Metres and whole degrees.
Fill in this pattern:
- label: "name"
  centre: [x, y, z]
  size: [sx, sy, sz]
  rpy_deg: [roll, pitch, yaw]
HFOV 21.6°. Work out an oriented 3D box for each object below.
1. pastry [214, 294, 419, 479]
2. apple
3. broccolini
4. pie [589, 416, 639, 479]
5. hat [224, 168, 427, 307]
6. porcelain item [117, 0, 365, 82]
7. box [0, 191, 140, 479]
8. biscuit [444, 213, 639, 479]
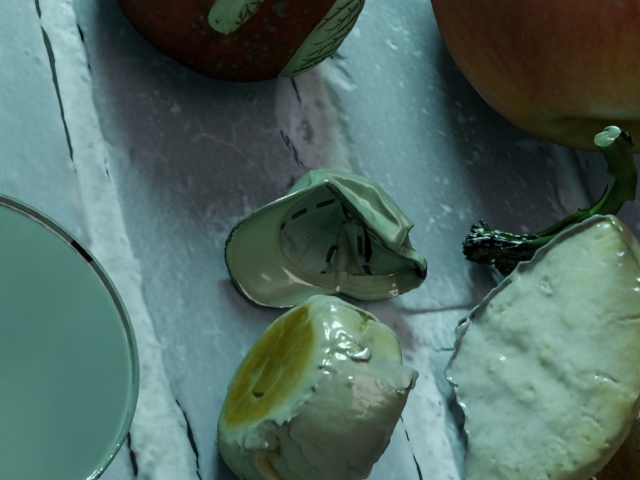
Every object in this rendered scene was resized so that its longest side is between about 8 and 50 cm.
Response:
- label: "pastry"
  centre: [-0.006, 0.118, 1.232]
  size: [0.088, 0.166, 0.165]
  rpy_deg: [34, 49, -21]
- label: "apple"
  centre: [0.272, -0.244, 1.506]
  size: [0.364, 0.364, 0.363]
  rpy_deg: [17, 55, -26]
- label: "broccolini"
  centre: [0.188, -0.029, 1.392]
  size: [0.123, 0.271, 0.062]
  rpy_deg: [-10, 67, -11]
- label: "pie"
  centre: [0.283, 0.235, 1.430]
  size: [0.195, 0.046, 0.195]
  rpy_deg: [18, 54, -27]
- label: "hat"
  centre: [-0.002, 0.003, 1.367]
  size: [0.166, 0.081, 0.122]
  rpy_deg: [-20, 115, -26]
- label: "porcelain item"
  centre: [-0.051, -0.263, 1.375]
  size: [0.253, 0.253, 0.253]
  rpy_deg: [17, 55, -26]
- label: "box"
  centre: [-0.249, 0.096, 1.076]
  size: [0.226, 0.149, 0.226]
  rpy_deg: [17, 55, -26]
- label: "biscuit"
  centre: [0.180, 0.099, 1.361]
  size: [0.040, 0.188, 0.265]
  rpy_deg: [26, 83, -52]
